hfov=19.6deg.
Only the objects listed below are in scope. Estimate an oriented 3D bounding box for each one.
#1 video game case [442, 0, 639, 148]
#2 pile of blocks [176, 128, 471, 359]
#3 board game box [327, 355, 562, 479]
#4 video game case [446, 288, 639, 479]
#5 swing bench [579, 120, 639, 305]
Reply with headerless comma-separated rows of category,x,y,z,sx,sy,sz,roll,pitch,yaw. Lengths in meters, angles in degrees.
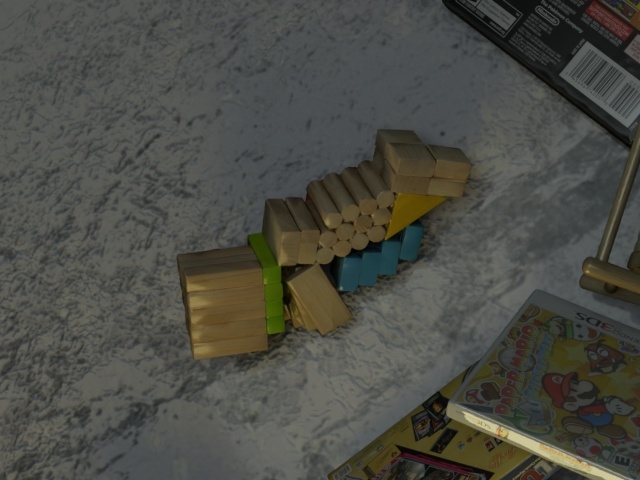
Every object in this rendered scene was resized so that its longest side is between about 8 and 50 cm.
video game case,0.313,-0.275,2.010,0.275,0.035,0.248,40,94,19
pile of blocks,0.000,0.000,2.034,0.362,0.149,0.112,-29,31,1
board game box,0.134,0.233,1.926,0.243,0.042,0.165,-38,36,8
video game case,0.266,0.148,1.872,0.206,0.227,0.026,22,129,19
swing bench,0.418,-0.039,1.853,0.255,0.165,0.253,18,86,9
